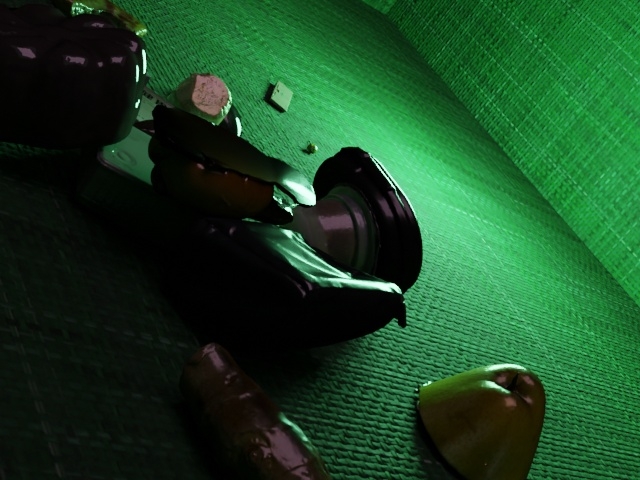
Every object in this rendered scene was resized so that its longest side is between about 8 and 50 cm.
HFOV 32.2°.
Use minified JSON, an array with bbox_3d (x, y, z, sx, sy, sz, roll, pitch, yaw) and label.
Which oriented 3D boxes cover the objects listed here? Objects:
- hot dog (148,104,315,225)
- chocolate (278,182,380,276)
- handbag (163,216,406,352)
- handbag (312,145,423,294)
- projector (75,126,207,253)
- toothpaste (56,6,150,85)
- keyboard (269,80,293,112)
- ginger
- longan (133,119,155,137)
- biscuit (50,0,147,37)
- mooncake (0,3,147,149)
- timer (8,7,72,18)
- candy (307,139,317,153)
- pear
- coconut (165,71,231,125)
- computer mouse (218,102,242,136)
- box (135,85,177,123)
[{"bbox_3d":[-0.151,-0.084,1.701,0.326,0.107,0.194,28,21,-32],"label":"hot dog"},{"bbox_3d":[-0.002,0.008,1.995,0.147,0.221,0.221,-13,50,-31],"label":"chocolate"},{"bbox_3d":[-0.051,0.094,1.687,0.275,0.178,0.302,34,14,31],"label":"handbag"},{"bbox_3d":[0.082,-0.033,2.089,0.093,0.254,0.308,-16,51,-24],"label":"handbag"},{"bbox_3d":[-0.266,-0.078,1.787,0.256,0.099,0.192,29,24,-23],"label":"projector"},{"bbox_3d":[-0.443,-0.409,2.219,0.081,0.067,0.336,13,33,-45],"label":"toothpaste"},{"bbox_3d":[-0.101,-0.359,2.759,0.055,0.017,0.166,40,20,-12],"label":"keyboard"},{"bbox_3d":[-0.083,0.251,1.403,0.116,0.109,0.263,-21,58,-36],"label":"ginger"},{"bbox_3d":[-0.297,-0.162,1.895,0.113,0.113,0.092,19,53,-42],"label":"longan"},{"bbox_3d":[-0.430,-0.441,2.145,0.183,0.039,0.174,32,16,-8],"label":"biscuit"},{"bbox_3d":[-0.420,-0.259,1.695,0.306,0.154,0.306,12,26,-6],"label":"mooncake"},{"bbox_3d":[-0.487,-0.381,2.061,0.187,0.055,0.144,28,20,18],"label":"timer"},{"bbox_3d":[-0.023,-0.226,2.612,0.025,0.023,0.083,16,20,-14],"label":"candy"},{"bbox_3d":[0.303,0.292,1.876,0.267,0.178,0.267,37,21,-17],"label":"pear"},{"bbox_3d":[-0.243,-0.269,2.198,0.116,0.122,0.116,11,67,-26],"label":"coconut"},{"bbox_3d":[-0.222,-0.277,2.326,0.172,0.057,0.099,46,29,22],"label":"computer mouse"},{"bbox_3d":[-0.295,-0.199,2.036,0.260,0.062,0.175,34,21,-11],"label":"box"}]
